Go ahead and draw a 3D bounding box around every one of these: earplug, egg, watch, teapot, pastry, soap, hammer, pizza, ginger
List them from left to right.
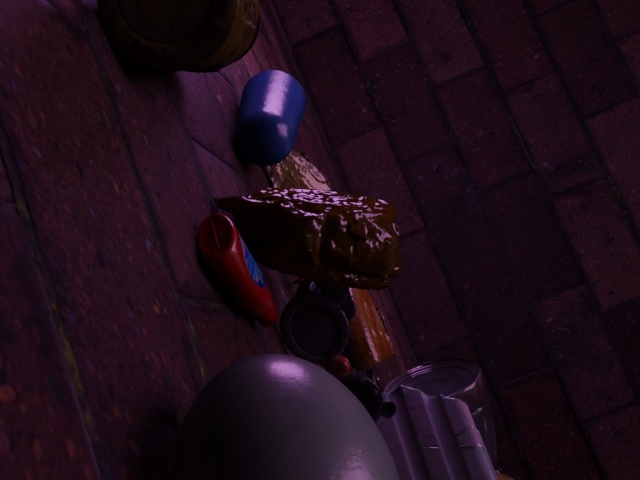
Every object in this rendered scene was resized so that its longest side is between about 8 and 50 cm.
[{"bbox_3d":[-0.096,-0.222,1.449,0.273,0.132,0.132,-89,155,-64],"label":"earplug"},{"bbox_3d":[-0.027,0.186,0.576,0.168,0.168,0.231,60,5,-44],"label":"egg"},{"bbox_3d":[-0.051,-0.111,1.605,0.193,0.115,0.122,56,-10,-19],"label":"ginger"},{"bbox_3d":[0.000,0.046,1.386,0.206,0.068,0.193,-131,-158,-70],"label":"watch"},{"bbox_3d":[0.000,0.000,1.102,0.235,0.240,0.132,-13,109,-62],"label":"pastry"},{"bbox_3d":[0.092,0.194,1.667,0.229,0.081,0.289,51,17,-42],"label":"pizza"},{"bbox_3d":[0.125,0.346,1.705,0.182,0.017,0.062,-99,164,-56],"label":"hammer"},{"bbox_3d":[0.168,0.391,1.164,0.115,0.208,0.347,61,9,-49],"label":"soap"},{"bbox_3d":[0.274,0.457,1.804,0.315,0.233,0.312,8,-64,68],"label":"teapot"}]

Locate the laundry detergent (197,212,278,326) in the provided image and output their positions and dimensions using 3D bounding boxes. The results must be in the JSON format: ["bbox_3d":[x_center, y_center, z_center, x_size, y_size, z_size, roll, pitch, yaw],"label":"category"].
[{"bbox_3d":[-0.097,0.046,0.962,0.097,0.049,0.165,-110,175,-47],"label":"laundry detergent"}]

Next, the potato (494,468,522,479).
[{"bbox_3d":[0.244,0.532,1.266,0.242,0.285,0.242,25,21,-10],"label":"potato"}]

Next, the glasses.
[{"bbox_3d":[0.026,0.151,1.228,0.268,0.118,0.234,-82,147,-75],"label":"glasses"}]

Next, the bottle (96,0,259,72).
[{"bbox_3d":[-0.165,-0.311,1.054,0.351,0.171,0.171,-67,134,-80],"label":"bottle"}]
